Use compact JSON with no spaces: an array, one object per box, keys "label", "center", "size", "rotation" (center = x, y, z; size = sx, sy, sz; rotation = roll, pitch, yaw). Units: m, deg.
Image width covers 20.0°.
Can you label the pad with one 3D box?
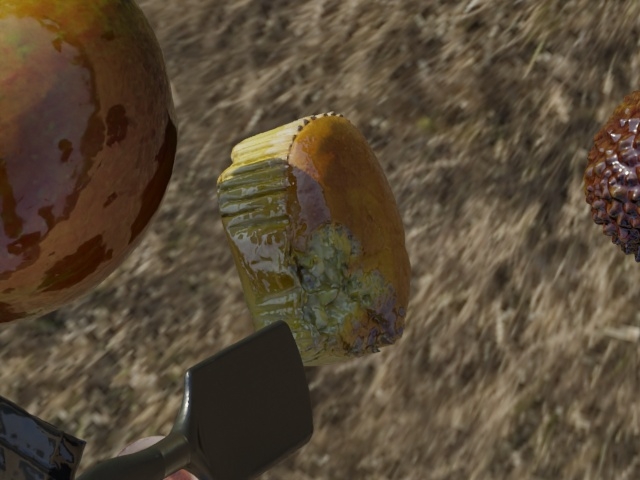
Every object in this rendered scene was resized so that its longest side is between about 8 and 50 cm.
[{"label":"pad","center":[-0.329,0.267,1.792],"size":[0.174,0.233,0.022],"rotation":[35,147,-29]}]

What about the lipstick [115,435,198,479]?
[{"label":"lipstick","center":[-0.117,0.204,1.294],"size":[0.070,0.254,0.070],"rotation":[2,69,-5]}]

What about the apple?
[{"label":"apple","center":[-0.285,-0.101,1.617],"size":[0.339,0.339,0.340],"rotation":[3,103,13]}]

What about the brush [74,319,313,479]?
[{"label":"brush","center":[-0.057,0.088,0.798],"size":[0.016,0.193,0.063],"rotation":[-10,98,30]}]

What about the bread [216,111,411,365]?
[{"label":"bread","center":[0.000,0.000,1.839],"size":[0.133,0.179,0.250],"rotation":[-12,84,38]}]

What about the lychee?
[{"label":"lychee","center":[0.307,-0.057,1.511],"size":[0.188,0.188,0.188],"rotation":[3,103,13]}]
